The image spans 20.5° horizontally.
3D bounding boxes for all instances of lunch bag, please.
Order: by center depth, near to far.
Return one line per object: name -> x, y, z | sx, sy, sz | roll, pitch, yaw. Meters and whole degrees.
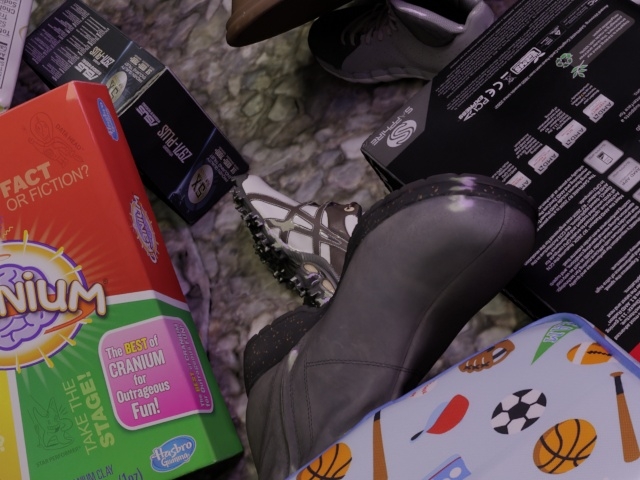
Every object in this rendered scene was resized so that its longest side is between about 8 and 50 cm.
lunch bag -> 0.090, 0.188, 1.027 | 0.303, 0.115, 0.243 | -37, 29, -3

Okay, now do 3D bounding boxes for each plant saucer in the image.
plant saucer -> 0.037, -0.243, 1.489 | 0.278, 0.041, 0.278 | -28, 1, 1

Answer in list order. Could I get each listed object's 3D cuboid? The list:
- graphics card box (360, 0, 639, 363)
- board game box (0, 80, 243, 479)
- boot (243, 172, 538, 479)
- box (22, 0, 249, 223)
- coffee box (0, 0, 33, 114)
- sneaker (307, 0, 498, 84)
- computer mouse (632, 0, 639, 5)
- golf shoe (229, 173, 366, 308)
graphics card box -> 0.222, -0.039, 1.302 | 0.233, 0.094, 0.371 | -44, 46, -4
board game box -> -0.230, 0.065, 1.406 | 0.242, 0.064, 0.317 | -23, 84, 16
boot -> 0.044, 0.120, 1.216 | 0.338, 0.118, 0.223 | 129, 151, -47
box -> -0.168, -0.118, 1.575 | 0.077, 0.147, 0.180 | -45, 45, -6
coffee box -> -0.458, -0.189, 1.595 | 0.338, 0.338, 0.334 | 127, 154, -48
sneaker -> 0.064, -0.196, 1.497 | 0.228, 0.132, 0.086 | 12, 64, 38
computer mouse -> 0.319, -0.211, 1.401 | 0.193, 0.042, 0.106 | -1, 60, 17
golf shoe -> 0.000, 0.000, 1.437 | 0.094, 0.077, 0.198 | -33, 51, -10
